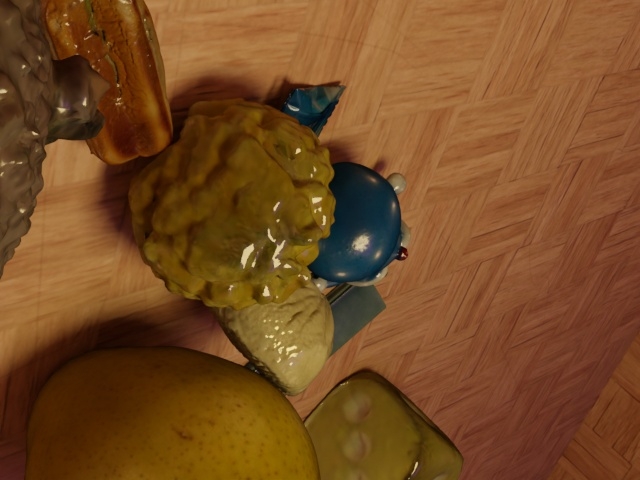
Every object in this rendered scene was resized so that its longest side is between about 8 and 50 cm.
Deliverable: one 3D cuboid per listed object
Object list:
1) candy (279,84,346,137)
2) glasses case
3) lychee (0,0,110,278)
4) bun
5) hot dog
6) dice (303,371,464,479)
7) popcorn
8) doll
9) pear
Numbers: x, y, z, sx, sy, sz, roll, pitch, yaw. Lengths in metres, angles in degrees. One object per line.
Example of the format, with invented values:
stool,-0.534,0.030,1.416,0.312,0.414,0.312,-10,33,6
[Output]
candy,-0.018,-0.158,1.287,0.136,0.038,0.088,-16,142,-55
glasses case,-0.011,0.166,1.656,0.266,0.056,0.105,-41,150,-11
lychee,-0.350,-0.083,0.640,0.432,0.380,0.380,-5,134,-19
bun,-0.065,0.093,1.349,0.134,0.220,0.220,-38,149,-9
hot dog,-0.207,-0.176,0.998,0.104,0.076,0.250,-20,141,-7
dice,0.107,0.405,1.906,0.233,0.238,0.227,-47,149,1
popcorn,-0.096,-0.038,1.176,0.249,0.249,0.225,-51,179,7
doll,0.043,-0.019,1.422,0.215,0.161,0.257,-63,162,-8
pear,-0.184,0.304,1.249,0.362,0.418,0.362,-29,140,-28
